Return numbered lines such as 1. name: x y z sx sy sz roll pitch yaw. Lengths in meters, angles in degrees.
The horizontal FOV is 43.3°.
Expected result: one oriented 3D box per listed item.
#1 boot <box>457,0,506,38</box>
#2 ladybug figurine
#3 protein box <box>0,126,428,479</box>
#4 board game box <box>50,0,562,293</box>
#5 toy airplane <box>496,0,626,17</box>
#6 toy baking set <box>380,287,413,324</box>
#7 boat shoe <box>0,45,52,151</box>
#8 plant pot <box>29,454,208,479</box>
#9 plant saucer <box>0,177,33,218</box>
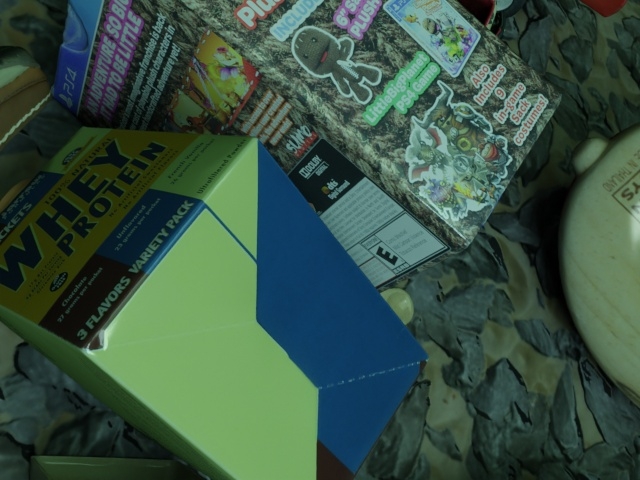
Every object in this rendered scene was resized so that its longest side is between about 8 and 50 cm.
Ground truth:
1. boot: 0.119 -0.175 0.742 0.236 0.178 0.085 -26 90 -32
2. ladybug figurine: 0.417 0.043 0.828 0.449 0.162 0.305 43 101 -12
3. protein box: -0.082 0.047 0.503 0.136 0.201 0.200 -54 127 -21
4. board game box: -0.027 -0.104 0.581 0.291 0.232 0.141 40 63 -7
5. toy airplane: 0.199 -0.424 0.749 0.384 0.272 0.386 -5 84 -51
6. toy baking set: 0.002 -0.006 0.713 0.256 0.030 0.197 17 68 -26
7. boat shoe: -0.296 0.000 0.499 0.324 0.122 0.120 -48 132 -29
8. plant pot: -0.135 0.203 0.533 0.109 0.109 0.096 10 83 -28
9. plant saucer: -0.213 -0.004 0.559 0.013 0.083 0.083 22 63 5
